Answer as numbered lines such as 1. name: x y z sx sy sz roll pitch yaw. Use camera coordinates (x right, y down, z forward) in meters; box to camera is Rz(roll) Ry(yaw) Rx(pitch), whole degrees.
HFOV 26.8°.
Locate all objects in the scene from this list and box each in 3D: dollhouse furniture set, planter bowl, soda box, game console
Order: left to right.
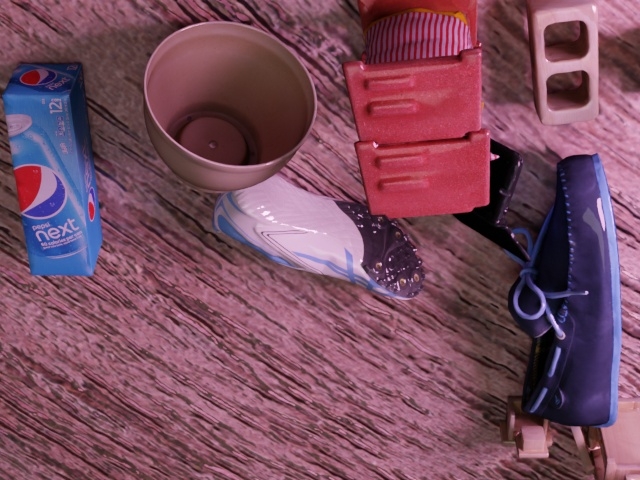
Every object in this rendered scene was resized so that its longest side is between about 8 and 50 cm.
1. soda box: -0.266 -0.069 1.343 0.067 0.071 0.210 0 123 2
2. planter bowl: -0.094 -0.112 1.274 0.162 0.162 0.109 15 150 -7
3. game console: 0.164 -0.051 1.321 0.071 0.122 0.107 5 109 -38
4. dollhouse furniture set: 0.215 -0.148 1.197 0.374 0.201 0.152 -5 121 6
5. dollhouse furniture set: 0.284 0.269 1.476 0.160 0.182 0.101 0 123 2

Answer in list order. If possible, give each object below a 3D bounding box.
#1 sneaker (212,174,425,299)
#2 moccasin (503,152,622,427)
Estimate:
1. sneaker: 0.000 0.000 1.382 0.237 0.085 0.086 25 147 -17
2. moccasin: 0.248 0.071 1.378 0.116 0.138 0.342 -2 122 9
